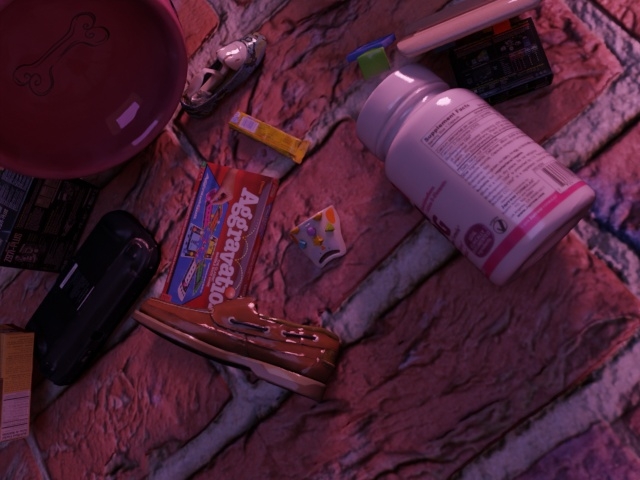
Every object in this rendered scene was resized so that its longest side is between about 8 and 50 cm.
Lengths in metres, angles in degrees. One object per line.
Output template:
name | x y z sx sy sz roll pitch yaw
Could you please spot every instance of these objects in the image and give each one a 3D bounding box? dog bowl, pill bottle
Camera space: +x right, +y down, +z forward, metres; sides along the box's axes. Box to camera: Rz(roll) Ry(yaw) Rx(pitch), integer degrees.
dog bowl | -0.383 -0.267 0.820 0.408 0.408 0.150 -47 63 9
pill bottle | 0.186 -0.092 0.707 0.160 0.160 0.283 -45 68 9

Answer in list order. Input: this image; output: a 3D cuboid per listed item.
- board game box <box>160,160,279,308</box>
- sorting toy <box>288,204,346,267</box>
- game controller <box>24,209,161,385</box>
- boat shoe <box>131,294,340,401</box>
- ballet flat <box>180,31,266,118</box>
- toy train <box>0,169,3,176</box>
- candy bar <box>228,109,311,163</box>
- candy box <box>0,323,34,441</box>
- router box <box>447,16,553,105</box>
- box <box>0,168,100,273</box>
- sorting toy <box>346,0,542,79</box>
board game box | -0.173 0.017 0.905 0.145 0.027 0.281 15 87 22
sorting toy | 0.000 0.000 0.837 0.083 0.045 0.075 -32 90 14
game controller | -0.412 0.099 0.977 0.319 0.067 0.166 -52 53 6
boat shoe | -0.122 0.136 0.815 0.307 0.110 0.104 21 74 4
ballet flat | -0.169 -0.286 0.932 0.188 0.070 0.070 -47 68 8
toy train | -0.672 -0.029 1.045 0.105 0.143 0.248 28 92 24
candy bar | -0.089 -0.176 0.907 0.162 0.018 0.040 29 89 23
candy box | -0.563 0.250 0.979 0.109 0.053 0.186 4 89 42
router box | 0.252 -0.245 0.772 0.123 0.038 0.092 -17 76 18
box | -0.505 -0.041 0.980 0.078 0.147 0.180 23 91 23
sorting toy | 0.201 -0.294 0.746 0.348 0.196 0.047 -17 113 19
